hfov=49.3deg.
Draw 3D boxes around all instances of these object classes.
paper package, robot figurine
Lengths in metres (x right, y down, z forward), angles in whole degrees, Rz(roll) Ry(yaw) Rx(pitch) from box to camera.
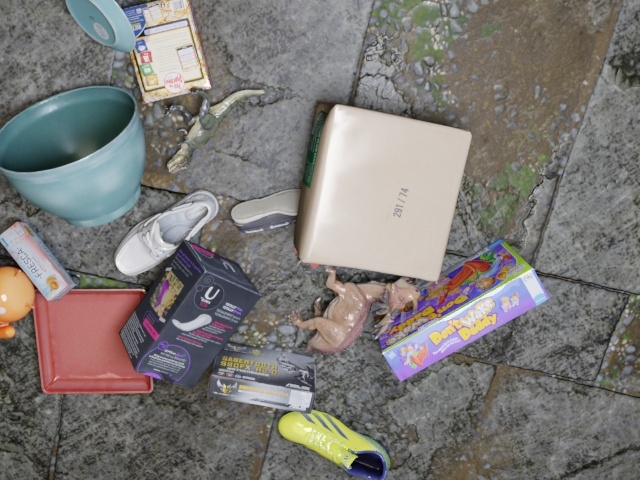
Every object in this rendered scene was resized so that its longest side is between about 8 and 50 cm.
[{"bbox_3d":[0.118,-0.101,1.444,0.310,0.168,0.324,9,101,-15],"label":"paper package"},{"bbox_3d":[-0.721,0.124,1.525,0.220,0.158,0.128,-13,145,24],"label":"robot figurine"}]

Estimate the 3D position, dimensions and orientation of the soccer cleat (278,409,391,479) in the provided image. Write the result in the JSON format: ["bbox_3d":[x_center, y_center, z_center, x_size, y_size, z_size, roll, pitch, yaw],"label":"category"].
[{"bbox_3d":[0.037,0.487,1.660,0.289,0.121,0.093,24,104,-7],"label":"soccer cleat"}]

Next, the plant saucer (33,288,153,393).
[{"bbox_3d":[-0.520,0.228,1.617,0.259,0.047,0.258,0,106,-1],"label":"plant saucer"}]

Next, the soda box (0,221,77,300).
[{"bbox_3d":[-0.621,0.046,1.532,0.058,0.063,0.183,-39,87,-1],"label":"soda box"}]

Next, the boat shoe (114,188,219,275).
[{"bbox_3d":[-0.348,-0.013,1.529,0.277,0.096,0.098,-38,103,9],"label":"boat shoe"}]

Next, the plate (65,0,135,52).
[{"bbox_3d":[-0.445,-0.442,1.374,0.188,0.188,0.024,42,65,-11],"label":"plate"}]

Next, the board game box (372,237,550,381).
[{"bbox_3d":[0.290,0.142,1.514,0.347,0.233,0.078,-31,104,7],"label":"board game box"}]

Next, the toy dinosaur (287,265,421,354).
[{"bbox_3d":[0.062,0.172,1.526,0.200,0.127,0.295,42,105,21],"label":"toy dinosaur"}]

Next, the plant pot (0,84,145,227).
[{"bbox_3d":[-0.480,-0.152,1.416,0.293,0.293,0.196,-12,131,2],"label":"plant pot"}]

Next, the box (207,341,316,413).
[{"bbox_3d":[-0.127,0.306,1.576,0.231,0.183,0.056,12,106,-4],"label":"box"}]

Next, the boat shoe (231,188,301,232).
[{"bbox_3d":[-0.091,-0.061,1.549,0.206,0.075,0.065,-11,140,-1],"label":"boat shoe"}]

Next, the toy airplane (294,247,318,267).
[{"bbox_3d":[0.000,0.000,1.572,0.151,0.028,0.151,0,93,9],"label":"toy airplane"}]

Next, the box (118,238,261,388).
[{"bbox_3d":[-0.287,0.162,1.521,0.165,0.143,0.270,29,102,-41],"label":"box"}]

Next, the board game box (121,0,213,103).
[{"bbox_3d":[-0.320,-0.397,1.452,0.147,0.045,0.193,-12,105,2],"label":"board game box"}]

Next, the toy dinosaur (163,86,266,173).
[{"bbox_3d":[-0.252,-0.262,1.475,0.268,0.064,0.118,-41,125,13],"label":"toy dinosaur"}]
